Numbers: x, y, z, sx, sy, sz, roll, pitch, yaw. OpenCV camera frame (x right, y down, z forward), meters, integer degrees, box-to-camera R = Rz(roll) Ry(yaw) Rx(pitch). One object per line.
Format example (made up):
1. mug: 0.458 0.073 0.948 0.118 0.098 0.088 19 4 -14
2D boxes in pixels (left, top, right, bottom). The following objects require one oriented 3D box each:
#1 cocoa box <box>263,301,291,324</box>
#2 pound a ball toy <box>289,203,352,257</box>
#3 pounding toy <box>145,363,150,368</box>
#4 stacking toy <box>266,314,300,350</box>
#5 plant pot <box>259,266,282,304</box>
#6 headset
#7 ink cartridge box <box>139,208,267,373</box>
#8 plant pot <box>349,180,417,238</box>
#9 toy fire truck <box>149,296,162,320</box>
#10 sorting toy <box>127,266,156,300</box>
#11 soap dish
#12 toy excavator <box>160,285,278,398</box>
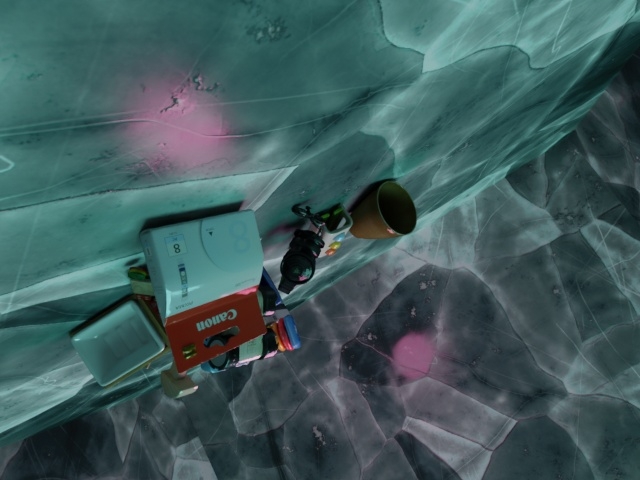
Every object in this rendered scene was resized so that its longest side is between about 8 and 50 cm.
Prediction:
1. cocoa box: -0.352 0.385 2.209 0.231 0.227 0.347 -36 165 12
2. pound a ball toy: 0.000 0.000 1.784 0.208 0.135 0.319 -25 165 -21
3. pounding toy: -0.726 0.424 1.683 0.206 0.181 0.094 -16 160 -45
4. stacking toy: -0.260 0.485 2.036 0.302 0.165 0.175 -19 174 0
5. plant pot: -0.305 0.207 1.712 0.236 0.235 0.212 -29 173 -6
6. headset: -0.089 0.037 1.592 0.394 0.185 0.243 -56 -170 44
7. ink cartridge box: -0.286 0.127 1.150 0.308 0.384 0.091 -17 -174 -44
8. plant pot: 0.242 -0.103 1.812 0.237 0.237 0.254 -18 177 -42
9. toy fire truck: -0.654 0.288 1.537 0.047 0.135 0.191 -124 -125 -79
10. sorting toy: -0.510 0.135 1.298 0.133 0.046 0.274 10 154 -15
11. soap dish: -0.675 0.340 1.446 0.291 0.228 0.118 -32 -177 5
12. toy excavator: -0.379 0.348 1.440 0.446 0.432 0.222 0 179 38
